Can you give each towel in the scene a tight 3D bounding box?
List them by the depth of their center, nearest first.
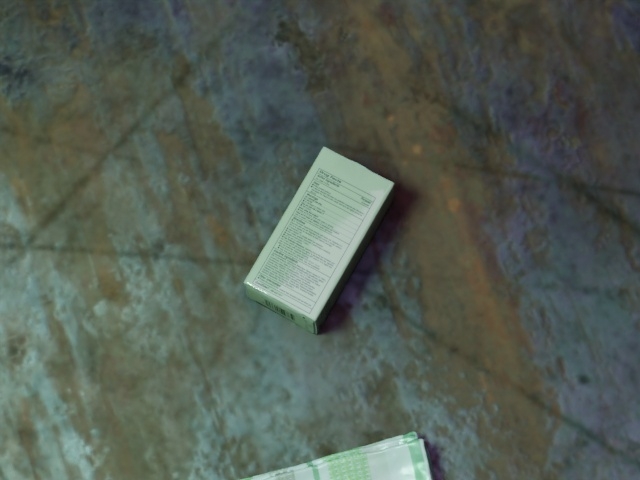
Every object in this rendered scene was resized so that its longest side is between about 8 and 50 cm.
[{"bbox_3d":[0.010,0.199,1.302,0.152,0.023,0.113,-14,73,-3],"label":"towel"}]

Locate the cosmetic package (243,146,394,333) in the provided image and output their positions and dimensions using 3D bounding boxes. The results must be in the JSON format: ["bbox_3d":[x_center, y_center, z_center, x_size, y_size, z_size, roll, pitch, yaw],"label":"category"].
[{"bbox_3d":[0.000,0.000,1.351,0.060,0.041,0.115,29,76,10],"label":"cosmetic package"}]
